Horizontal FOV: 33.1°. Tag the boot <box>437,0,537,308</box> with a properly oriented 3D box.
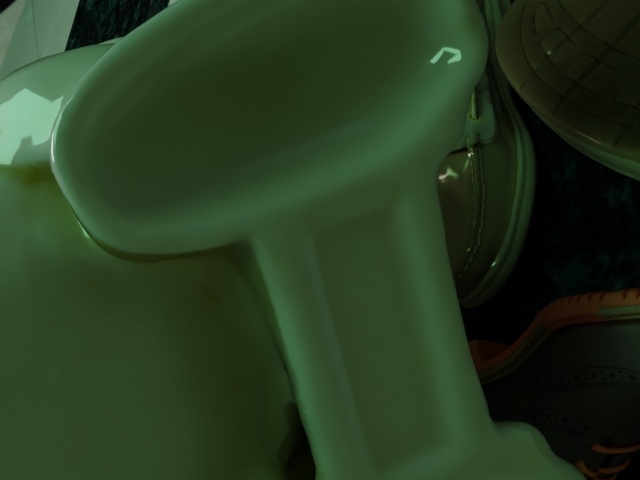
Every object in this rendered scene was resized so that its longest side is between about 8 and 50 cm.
[{"bbox_3d":[0.031,-0.095,0.682,0.095,0.203,0.262,-38,42,50],"label":"boot"}]

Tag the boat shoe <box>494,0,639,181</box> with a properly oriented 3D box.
[{"bbox_3d":[0.200,-0.034,0.418,0.123,0.123,0.342,-48,38,-4],"label":"boat shoe"}]

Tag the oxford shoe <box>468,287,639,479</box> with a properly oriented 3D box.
[{"bbox_3d":[0.134,0.088,0.522,0.271,0.097,0.098,140,136,-63],"label":"oxford shoe"}]

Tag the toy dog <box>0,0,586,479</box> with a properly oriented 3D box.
[{"bbox_3d":[-0.122,0.054,0.548,0.285,0.395,0.408,66,163,-16],"label":"toy dog"}]
